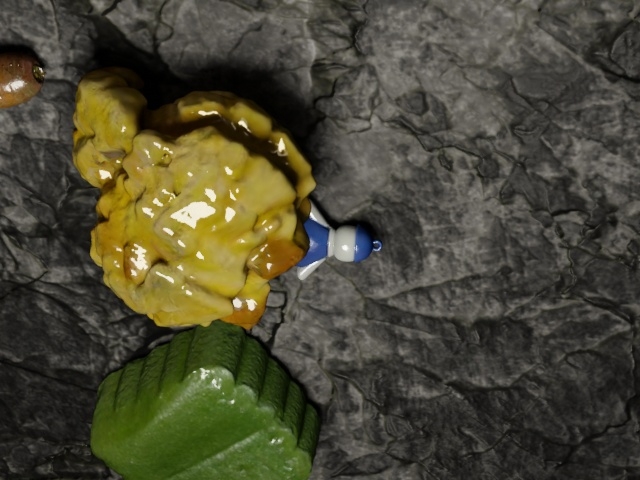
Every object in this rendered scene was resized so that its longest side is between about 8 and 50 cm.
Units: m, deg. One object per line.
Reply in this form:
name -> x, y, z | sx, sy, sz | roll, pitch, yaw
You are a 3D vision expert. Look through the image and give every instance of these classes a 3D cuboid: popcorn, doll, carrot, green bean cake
popcorn -> -0.144, -0.052, 2.069 | 0.265, 0.225, 0.332 | -29, 100, 32
doll -> 0.000, 0.000, 2.195 | 0.143, 0.057, 0.099 | 4, 110, 3
carrot -> -0.392, -0.167, 2.109 | 0.186, 0.060, 0.060 | -9, 128, 16
green bean cake -> -0.147, 0.230, 2.371 | 0.248, 0.125, 0.222 | -28, 120, 25
